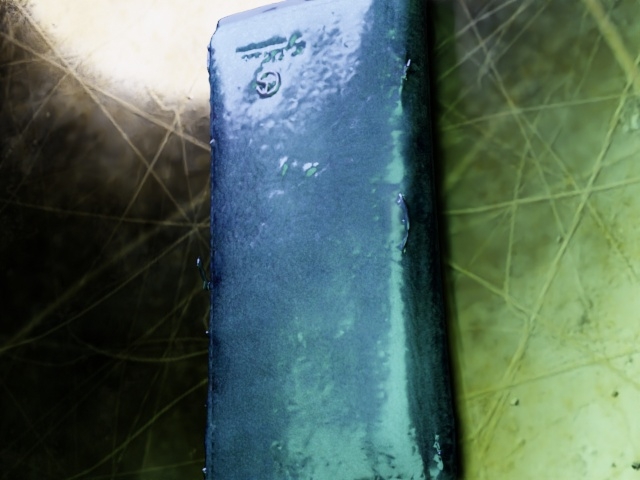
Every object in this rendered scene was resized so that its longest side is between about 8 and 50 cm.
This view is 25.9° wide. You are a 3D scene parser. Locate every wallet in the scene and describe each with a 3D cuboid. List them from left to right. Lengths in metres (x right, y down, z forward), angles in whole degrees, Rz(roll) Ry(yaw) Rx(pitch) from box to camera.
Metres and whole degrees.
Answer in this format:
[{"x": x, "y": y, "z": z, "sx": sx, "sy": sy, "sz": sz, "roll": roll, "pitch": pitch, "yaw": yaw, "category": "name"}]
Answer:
[{"x": 0.000, "y": 0.000, "z": 1.020, "sx": 0.190, "sy": 0.046, "sz": 0.379, "roll": -8, "pitch": 76, "yaw": 23, "category": "wallet"}]
